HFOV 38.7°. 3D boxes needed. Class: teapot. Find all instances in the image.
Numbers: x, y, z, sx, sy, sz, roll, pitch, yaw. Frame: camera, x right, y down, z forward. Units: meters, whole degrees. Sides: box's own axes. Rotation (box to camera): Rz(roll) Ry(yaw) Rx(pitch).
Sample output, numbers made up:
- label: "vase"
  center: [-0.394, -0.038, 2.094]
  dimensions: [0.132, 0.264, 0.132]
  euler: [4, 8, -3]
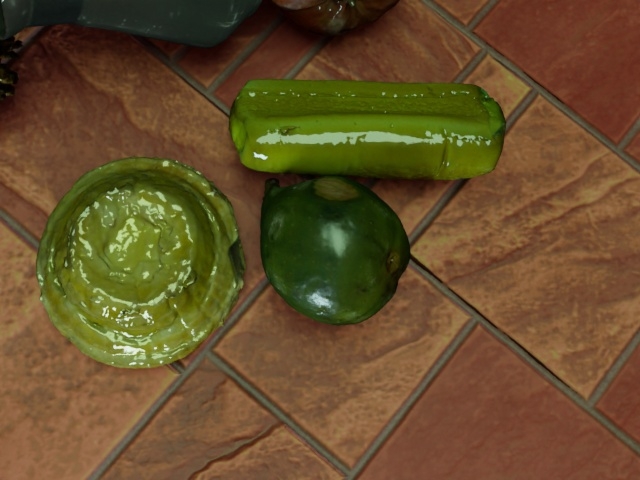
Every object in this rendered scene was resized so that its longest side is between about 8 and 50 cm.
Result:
- label: "teapot"
  center: [-0.290, -0.408, 1.194]
  dimensions: [0.361, 0.376, 0.306]
  euler: [-11, 121, -26]

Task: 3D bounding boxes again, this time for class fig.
- label: "fig"
  center: [0.000, 0.000, 1.202]
  dimensions: [0.244, 0.195, 0.195]
  euler: [30, 71, 40]

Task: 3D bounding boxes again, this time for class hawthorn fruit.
- label: "hawthorn fruit"
  center: [0.006, -0.435, 1.289]
  dimensions: [0.241, 0.242, 0.272]
  euler: [-13, 55, -9]

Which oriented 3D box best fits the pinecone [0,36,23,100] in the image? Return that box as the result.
- label: "pinecone"
  center: [-0.484, -0.228, 1.215]
  dimensions: [0.173, 0.173, 0.174]
  euler: [1, 75, -5]

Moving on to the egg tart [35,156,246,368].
- label: "egg tart"
  center: [-0.235, 0.019, 1.192]
  dimensions: [0.290, 0.115, 0.291]
  euler: [2, 76, -7]

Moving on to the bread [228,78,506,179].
- label: "bread"
  center: [0.066, -0.145, 1.255]
  dimensions: [0.383, 0.112, 0.166]
  euler: [0, 41, -6]
